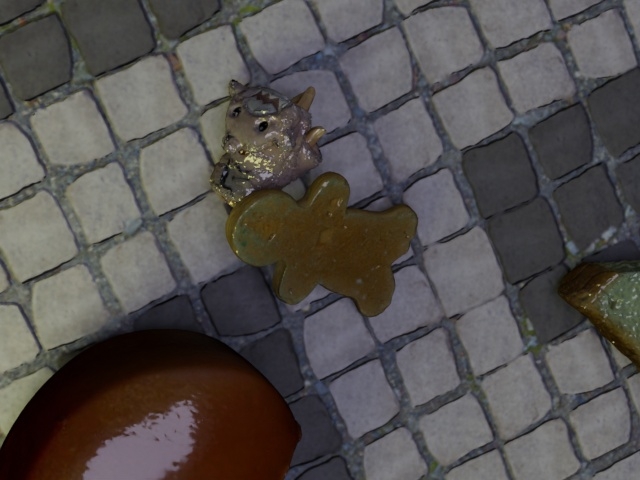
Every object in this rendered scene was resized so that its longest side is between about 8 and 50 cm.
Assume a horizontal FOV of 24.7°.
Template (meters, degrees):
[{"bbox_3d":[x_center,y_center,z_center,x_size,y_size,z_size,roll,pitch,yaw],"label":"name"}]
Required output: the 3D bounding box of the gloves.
[{"bbox_3d":[-0.061,-0.100,1.545,0.110,0.094,0.144,14,95,29],"label":"gloves"}]

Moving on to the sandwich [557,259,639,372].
[{"bbox_3d":[0.453,0.075,1.696,0.254,0.099,0.288,-45,106,3],"label":"sandwich"}]

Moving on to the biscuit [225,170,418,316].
[{"bbox_3d":[0.000,0.000,1.569,0.234,0.030,0.153,11,105,-35],"label":"biscuit"}]

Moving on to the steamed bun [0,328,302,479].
[{"bbox_3d":[-0.208,0.264,1.492,0.248,0.235,0.379,28,91,-19],"label":"steamed bun"}]
